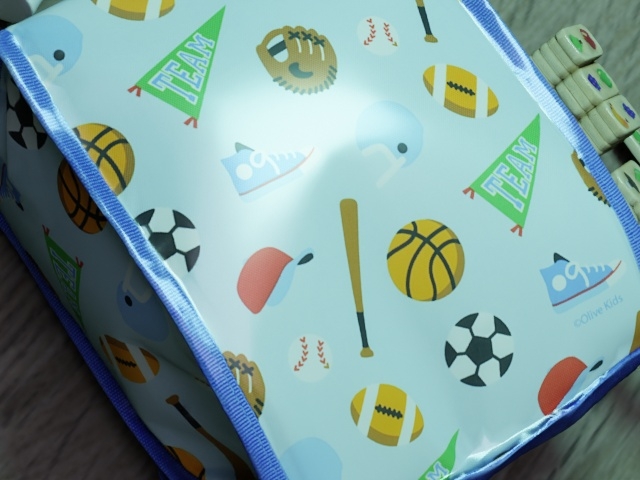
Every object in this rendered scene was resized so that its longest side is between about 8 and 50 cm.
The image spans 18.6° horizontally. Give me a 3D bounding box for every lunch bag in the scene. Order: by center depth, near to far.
[{"bbox_3d":[0.000,0.000,1.280,0.328,0.239,0.385,-32,75,-24],"label":"lunch bag"}]

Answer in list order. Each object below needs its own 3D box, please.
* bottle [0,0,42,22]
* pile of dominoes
[{"bbox_3d":[-0.174,-0.287,1.402,0.118,0.092,0.283,28,67,-6],"label":"bottle"},{"bbox_3d":[0.238,-0.042,1.399,0.251,0.040,0.196,54,24,5],"label":"pile of dominoes"}]
